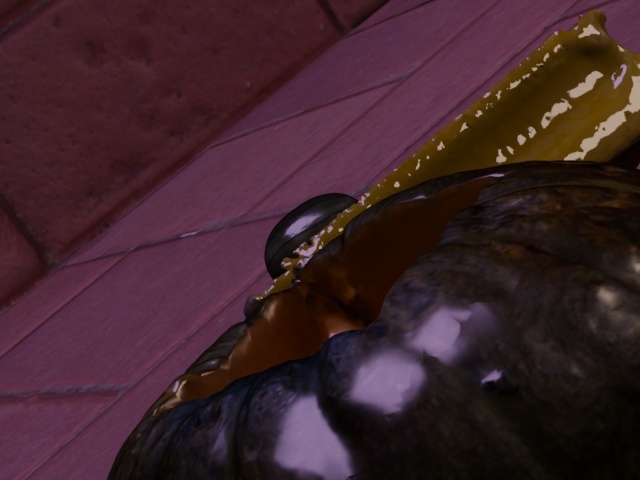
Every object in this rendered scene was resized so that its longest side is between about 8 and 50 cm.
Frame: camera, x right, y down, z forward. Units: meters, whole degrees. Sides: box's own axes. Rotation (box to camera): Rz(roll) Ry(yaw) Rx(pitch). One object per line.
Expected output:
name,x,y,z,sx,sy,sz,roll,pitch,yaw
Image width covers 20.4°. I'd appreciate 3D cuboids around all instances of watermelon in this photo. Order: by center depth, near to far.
watermelon,0.000,0.000,1.578,0.110,0.078,0.078,-37,12,-12

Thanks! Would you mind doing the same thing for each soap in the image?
soap,0.084,0.000,1.156,0.315,0.091,0.199,-39,-11,-21

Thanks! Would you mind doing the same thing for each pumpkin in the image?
pumpkin,0.054,0.094,0.757,0.320,0.192,0.320,-32,13,9
